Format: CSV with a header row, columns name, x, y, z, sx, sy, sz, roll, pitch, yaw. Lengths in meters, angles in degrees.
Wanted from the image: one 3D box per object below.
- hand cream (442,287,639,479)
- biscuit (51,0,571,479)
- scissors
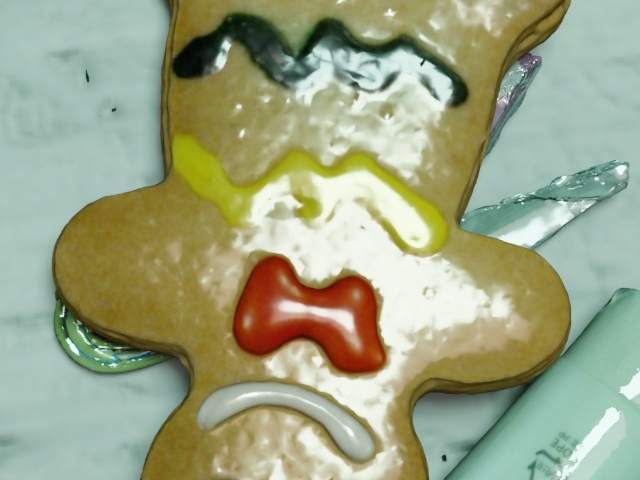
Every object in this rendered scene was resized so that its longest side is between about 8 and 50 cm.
name,x,y,z,sx,sy,sz,roll,pitch,yaw
hand cream,0.052,0.105,0.534,0.078,0.050,0.205,40,83,15
biscuit,0.000,0.000,0.521,0.165,0.036,0.250,9,79,1
scissors,0.016,0.012,0.549,0.187,0.020,0.133,-38,88,-10
